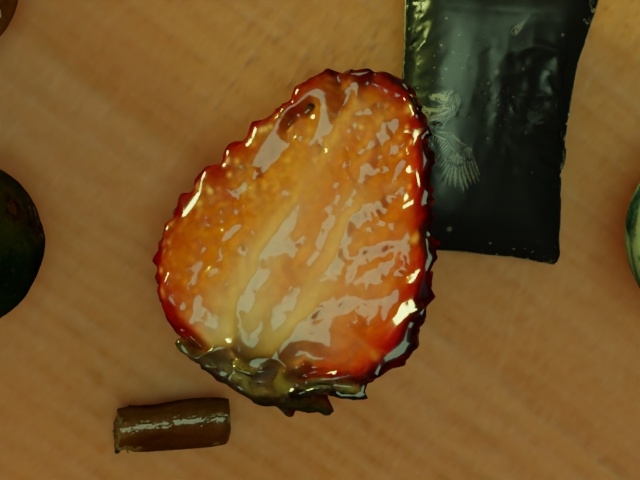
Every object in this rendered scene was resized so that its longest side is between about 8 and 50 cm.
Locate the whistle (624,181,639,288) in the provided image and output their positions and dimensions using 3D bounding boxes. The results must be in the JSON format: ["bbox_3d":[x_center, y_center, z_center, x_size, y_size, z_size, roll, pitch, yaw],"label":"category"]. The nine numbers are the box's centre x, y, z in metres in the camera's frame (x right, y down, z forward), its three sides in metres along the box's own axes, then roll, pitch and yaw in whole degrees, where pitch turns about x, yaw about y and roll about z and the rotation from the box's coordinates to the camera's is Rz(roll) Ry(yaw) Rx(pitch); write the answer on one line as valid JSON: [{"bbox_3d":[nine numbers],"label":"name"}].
[{"bbox_3d":[0.287,-0.038,1.019,0.164,0.163,0.289,-7,98,-8],"label":"whistle"}]

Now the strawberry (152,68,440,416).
[{"bbox_3d":[0.000,0.000,1.005,0.190,0.111,0.236,25,87,9],"label":"strawberry"}]

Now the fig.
[{"bbox_3d":[-0.261,0.026,0.972,0.117,0.117,0.177,43,113,-12],"label":"fig"}]

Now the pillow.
[{"bbox_3d":[0.116,-0.090,1.032,0.141,0.055,0.208,6,99,-8],"label":"pillow"}]

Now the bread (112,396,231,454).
[{"bbox_3d":[-0.106,0.131,1.038,0.083,0.047,0.036,-4,68,-10],"label":"bread"}]

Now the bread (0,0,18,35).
[{"bbox_3d":[-0.290,-0.147,0.947,0.189,0.077,0.114,-13,67,-21],"label":"bread"}]
